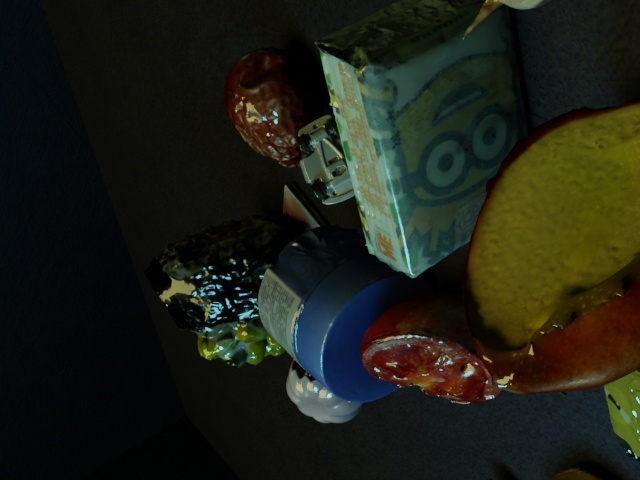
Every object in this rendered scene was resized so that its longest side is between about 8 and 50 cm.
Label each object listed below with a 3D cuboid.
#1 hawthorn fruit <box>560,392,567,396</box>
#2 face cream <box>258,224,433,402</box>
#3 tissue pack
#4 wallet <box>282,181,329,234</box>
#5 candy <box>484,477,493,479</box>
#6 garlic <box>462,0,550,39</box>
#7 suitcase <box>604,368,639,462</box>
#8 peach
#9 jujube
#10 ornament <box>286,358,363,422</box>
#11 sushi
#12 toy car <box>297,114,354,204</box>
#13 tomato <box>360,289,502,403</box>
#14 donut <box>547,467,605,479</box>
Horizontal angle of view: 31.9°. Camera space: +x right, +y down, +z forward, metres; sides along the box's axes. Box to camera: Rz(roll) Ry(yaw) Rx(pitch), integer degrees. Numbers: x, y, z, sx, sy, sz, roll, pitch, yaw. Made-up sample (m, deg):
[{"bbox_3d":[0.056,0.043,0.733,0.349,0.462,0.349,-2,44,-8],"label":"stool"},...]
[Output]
[{"bbox_3d":[0.296,0.143,1.552,0.163,0.162,0.203,49,171,27],"label":"hawthorn fruit"},{"bbox_3d":[0.043,0.119,1.927,0.225,0.249,0.249,37,149,45],"label":"face cream"},{"bbox_3d":[0.140,-0.141,1.392,0.128,0.228,0.311,32,145,49],"label":"tissue pack"},{"bbox_3d":[0.000,0.000,2.185,0.232,0.025,0.119,51,157,23],"label":"wallet"},{"bbox_3d":[0.323,0.557,1.908,0.088,0.061,0.312,42,-153,-41],"label":"candy"},{"bbox_3d":[0.224,-0.285,1.150,0.090,0.128,0.198,47,158,-7],"label":"garlic"},{"bbox_3d":[0.426,0.168,1.257,0.194,0.143,0.235,31,145,54],"label":"suitcase"},{"bbox_3d":[0.295,0.032,1.147,0.257,0.362,0.201,10,151,45],"label":"peach"},{"bbox_3d":[-0.073,-0.220,1.912,0.168,0.168,0.236,46,171,33],"label":"jujube"},{"bbox_3d":[0.021,0.286,2.324,0.177,0.177,0.177,48,156,30],"label":"ornament"},{"bbox_3d":[-0.162,0.117,2.273,0.328,0.328,0.285,-154,45,-70],"label":"sushi"},{"bbox_3d":[0.025,-0.134,1.854,0.139,0.112,0.112,62,-173,1],"label":"toy car"},{"bbox_3d":[0.188,0.156,1.781,0.233,0.140,0.200,21,149,-13],"label":"tomato"},{"bbox_3d":[0.408,0.513,1.727,0.330,0.159,0.330,55,159,32],"label":"donut"}]
